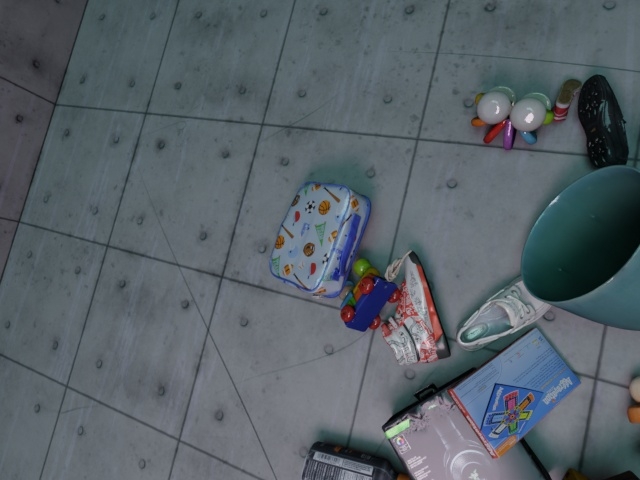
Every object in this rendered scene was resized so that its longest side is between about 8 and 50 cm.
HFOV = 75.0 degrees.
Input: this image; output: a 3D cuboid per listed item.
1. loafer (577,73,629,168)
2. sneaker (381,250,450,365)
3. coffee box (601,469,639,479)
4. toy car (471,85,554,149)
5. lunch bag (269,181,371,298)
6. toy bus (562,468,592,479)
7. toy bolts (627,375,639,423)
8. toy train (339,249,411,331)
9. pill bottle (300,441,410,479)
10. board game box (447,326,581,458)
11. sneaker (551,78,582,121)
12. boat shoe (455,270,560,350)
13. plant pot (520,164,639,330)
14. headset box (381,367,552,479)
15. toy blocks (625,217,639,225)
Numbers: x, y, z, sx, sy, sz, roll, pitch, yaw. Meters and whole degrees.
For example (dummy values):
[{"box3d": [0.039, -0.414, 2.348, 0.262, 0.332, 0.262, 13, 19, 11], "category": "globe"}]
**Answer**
[{"box3d": [0.652, -0.271, 0.957, 0.078, 0.076, 0.223, 0, 79, -16], "category": "loafer"}, {"box3d": [0.210, 0.170, 1.031, 0.145, 0.090, 0.270, -18, 77, 15], "category": "sneaker"}, {"box3d": [0.545, 0.578, 0.693, 0.168, 0.119, 0.297, -31, 70, 13], "category": "coffee box"}, {"box3d": [0.456, -0.289, 1.006, 0.182, 0.159, 0.136, 21, 123, 23], "category": "toy car"}, {"box3d": [0.000, 0.000, 1.095, 0.243, 0.115, 0.303, 16, 86, 45], "category": "lunch bag"}, {"box3d": [0.623, 0.600, 0.784, 0.332, 0.108, 0.130, 27, 89, 24], "category": "toy bus"}, {"box3d": [0.722, 0.316, 0.761, 0.228, 0.218, 0.159, -10, 70, 1], "category": "toy bolts"}, {"box3d": [0.129, 0.090, 1.036, 0.248, 0.105, 0.143, -59, 30, 18], "category": "toy train"}, {"box3d": [0.087, 0.571, 0.983, 0.245, 0.130, 0.130, 4, 82, 21], "category": "pill bottle"}, {"box3d": [0.409, 0.306, 0.871, 0.281, 0.027, 0.145, -23, 66, -26], "category": "board game box"}, {"box3d": [0.591, -0.337, 1.010, 0.042, 0.067, 0.118, 28, 61, 25], "category": "sneaker"}, {"box3d": [0.429, 0.161, 0.944, 0.277, 0.096, 0.098, -41, 67, 9], "category": "boat shoe"}, {"box3d": [0.591, 0.038, 0.810, 0.235, 0.293, 0.293, 27, 91, -8], "category": "plant pot"}, {"box3d": [0.310, 0.452, 0.919, 0.246, 0.131, 0.283, -35, 69, 11], "category": "headset box"}, {"box3d": [0.736, -0.086, 0.895, 0.123, 0.054, 0.148, 28, 91, 24], "category": "toy blocks"}]
